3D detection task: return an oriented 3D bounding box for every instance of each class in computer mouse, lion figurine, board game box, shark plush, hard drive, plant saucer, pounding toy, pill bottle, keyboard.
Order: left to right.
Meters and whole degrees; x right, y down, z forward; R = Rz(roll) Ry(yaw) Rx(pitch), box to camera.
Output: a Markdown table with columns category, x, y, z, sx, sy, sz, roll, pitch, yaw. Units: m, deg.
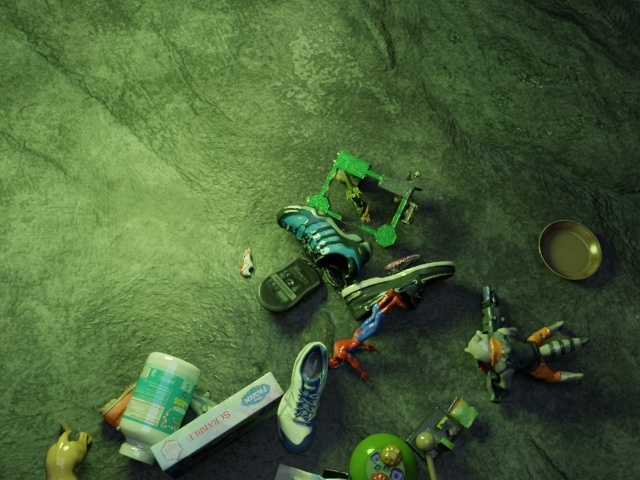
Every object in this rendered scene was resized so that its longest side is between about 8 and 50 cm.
| category | x | y | z | sx | sy | sz | roll | pitch | yaw |
| --- | --- | --- | --- | --- | --- | --- | --- | --- | --- |
| lion figurine | -0.607 | 0.604 | 1.670 | 0.142 | 0.240 | 0.392 | -16 | 69 | -12 |
| pill bottle | -0.421 | 0.432 | 1.801 | 0.146 | 0.146 | 0.264 | 19 | 71 | 2 |
| shark plush | -0.323 | 0.430 | 1.893 | 0.067 | 0.073 | 0.161 | -25 | 49 | -35 |
| board game box | -0.247 | 0.464 | 1.726 | 0.318 | 0.319 | 0.066 | -30 | 75 | -16 |
| computer mouse | -0.070 | 0.131 | 2.026 | 0.272 | 0.072 | 0.188 | -29 | 70 | -29 |
| keyboard | 0.034 | 0.698 | 1.819 | 0.100 | 0.038 | 0.192 | 7 | 65 | 22 |
| pounding toy | 0.195 | 0.590 | 1.817 | 0.237 | 0.110 | 0.183 | -6 | 73 | -2 |
| hard drive | 0.309 | 0.532 | 1.915 | 0.094 | 0.022 | 0.135 | 44 | 70 | 12 |
| plant saucer | 0.766 | 0.033 | 2.168 | 0.198 | 0.036 | 0.198 | 2 | 67 | -6 |

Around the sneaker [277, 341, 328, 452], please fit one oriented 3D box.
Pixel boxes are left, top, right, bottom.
| category | x | y | z | sx | sy | sz | roll | pitch | yaw |
| --- | --- | --- | --- | --- | --- | --- | --- | --- | --- |
| sneaker | -0.047 | 0.410 | 1.872 | 0.112 | 0.131 | 0.296 | 11 | 68 | -3 |

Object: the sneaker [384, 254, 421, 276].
| category | x | y | z | sx | sy | sz | roll | pitch | yaw |
| --- | --- | --- | --- | --- | --- | --- | --- | --- | --- |
| sneaker | 0.251 | 0.080 | 2.094 | 0.119 | 0.047 | 0.057 | -23 | 86 | -11 |

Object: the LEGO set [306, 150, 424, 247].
| category | x | y | z | sx | sy | sz | roll | pitch | yaw |
| --- | --- | --- | --- | --- | --- | --- | --- | --- | --- |
| LEGO set | 0.133 | -0.129 | 2.126 | 0.331 | 0.192 | 0.255 | 17 | 96 | 5 |

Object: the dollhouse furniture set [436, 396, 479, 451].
| category | x | y | z | sx | sy | sz | roll | pitch | yaw |
| --- | --- | --- | --- | --- | --- | --- | --- | --- | --- |
| dollhouse furniture set | 0.369 | 0.494 | 1.892 | 0.076 | 0.058 | 0.152 | 37 | 68 | 9 |

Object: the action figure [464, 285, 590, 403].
| category | x | y | z | sx | sy | sz | roll | pitch | yaw |
| --- | --- | --- | --- | --- | --- | --- | --- | --- | --- |
| action figure | 0.562 | 0.274 | 1.974 | 0.330 | 0.178 | 0.341 | 0 | 69 | -16 |

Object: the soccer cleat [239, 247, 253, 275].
| category | x | y | z | sx | sy | sz | roll | pitch | yaw |
| --- | --- | --- | --- | --- | --- | --- | --- | --- | --- |
| soccer cleat | -0.213 | 0.064 | 2.057 | 0.035 | 0.029 | 0.083 | 14 | 69 | -9 |

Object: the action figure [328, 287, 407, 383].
| category | x | y | z | sx | sy | sz | roll | pitch | yaw |
| --- | --- | --- | --- | --- | --- | --- | --- | --- | --- |
| action figure | 0.146 | 0.279 | 1.949 | 0.280 | 0.091 | 0.139 | -43 | 107 | 10 |

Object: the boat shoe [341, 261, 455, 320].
| category | x | y | z | sx | sy | sz | roll | pitch | yaw |
| --- | --- | --- | --- | --- | --- | --- | --- | --- | --- |
| boat shoe | 0.238 | 0.151 | 2.014 | 0.340 | 0.127 | 0.113 | -13 | 70 | -10 |

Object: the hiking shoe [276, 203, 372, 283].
| category | x | y | z | sx | sy | sz | roll | pitch | yaw |
| --- | --- | --- | --- | --- | --- | --- | --- | --- | --- |
| hiking shoe | 0.000 | 0.000 | 2.012 | 0.304 | 0.113 | 0.132 | 27 | 47 | 7 |

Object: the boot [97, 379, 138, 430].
| category | x | y | z | sx | sy | sz | roll | pitch | yaw |
| --- | --- | --- | --- | --- | --- | --- | --- | --- | --- |
| boot | -0.501 | 0.431 | 1.862 | 0.158 | 0.059 | 0.084 | -40 | 94 | -23 |

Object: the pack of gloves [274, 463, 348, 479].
| category | x | y | z | sx | sy | sz | roll | pitch | yaw |
| --- | --- | --- | --- | --- | --- | --- | --- | --- | --- |
| pack of gloves | -0.020 | 0.696 | 1.792 | 0.232 | 0.046 | 0.195 | 9 | 54 | 12 |
